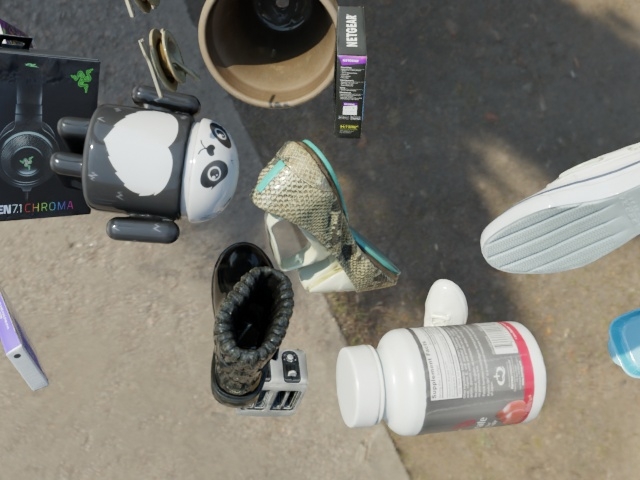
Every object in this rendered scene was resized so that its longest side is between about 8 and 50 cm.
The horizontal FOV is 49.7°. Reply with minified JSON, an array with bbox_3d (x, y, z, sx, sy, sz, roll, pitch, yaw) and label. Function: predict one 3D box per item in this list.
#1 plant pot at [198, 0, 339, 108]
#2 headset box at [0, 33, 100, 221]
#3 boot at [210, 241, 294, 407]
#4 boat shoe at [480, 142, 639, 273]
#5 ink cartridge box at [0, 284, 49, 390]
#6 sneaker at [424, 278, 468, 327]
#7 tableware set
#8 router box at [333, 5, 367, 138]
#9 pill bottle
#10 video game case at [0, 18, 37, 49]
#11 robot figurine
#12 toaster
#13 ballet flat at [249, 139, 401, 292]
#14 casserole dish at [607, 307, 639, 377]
[{"bbox_3d":[-0.084,-0.416,1.308,0.263,0.263,0.229,35,31,-23],"label":"plant pot"},{"bbox_3d":[-0.498,-0.185,1.105,0.246,0.131,0.283,-7,112,-47],"label":"headset box"},{"bbox_3d":[-0.125,0.100,1.219,0.131,0.260,0.348,2,56,-10],"label":"boot"},{"bbox_3d":[0.261,-0.035,0.651,0.083,0.226,0.076,59,24,-28],"label":"boat shoe"},{"bbox_3d":[-0.676,0.198,1.514,0.045,0.206,0.208,-25,140,-20],"label":"ink cartridge box"},{"bbox_3d":[0.219,0.180,1.286,0.094,0.080,0.212,-34,133,-57],"label":"sneaker"},{"bbox_3d":[-0.216,-0.298,0.930,0.039,0.128,0.194,-13,113,7],"label":"tableware set"},{"bbox_3d":[0.043,-0.257,1.046,0.046,0.133,0.179,2,41,0],"label":"router box"},{"bbox_3d":[0.195,0.232,1.158,0.318,0.176,0.176,-2,83,-13],"label":"pill bottle"},{"bbox_3d":[-0.566,-0.301,1.324,0.041,0.232,0.210,-17,99,-5],"label":"video game case"},{"bbox_3d":[-0.266,-0.120,1.075,0.278,0.173,0.209,8,114,-6],"label":"robot figurine"},{"bbox_3d":[-0.134,0.363,1.758,0.168,0.186,0.110,7,44,-18],"label":"toaster"},{"bbox_3d":[0.000,0.000,1.295,0.182,0.164,0.483,-42,145,-2],"label":"ballet flat"},{"bbox_3d":[0.581,0.162,1.164,0.037,0.188,0.114,5,63,-47],"label":"casserole dish"}]
